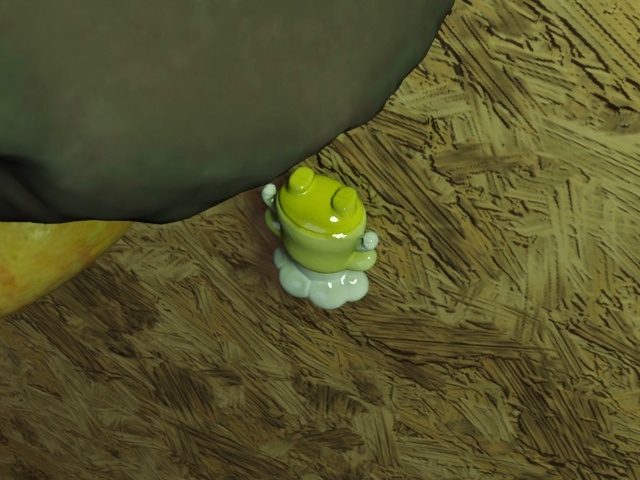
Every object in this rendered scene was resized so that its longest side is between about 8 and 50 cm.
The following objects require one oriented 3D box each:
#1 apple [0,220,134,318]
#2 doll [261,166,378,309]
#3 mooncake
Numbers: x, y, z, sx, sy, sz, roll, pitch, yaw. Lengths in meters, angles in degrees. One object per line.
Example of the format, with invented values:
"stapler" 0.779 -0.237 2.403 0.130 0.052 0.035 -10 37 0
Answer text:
"apple" -0.279 -0.133 0.923 0.400 0.400 0.334 5 138 39
"doll" 0.000 0.000 1.230 0.106 0.062 0.162 27 153 14
"mooncake" -0.109 -0.185 0.672 0.212 0.351 0.381 4 160 45
